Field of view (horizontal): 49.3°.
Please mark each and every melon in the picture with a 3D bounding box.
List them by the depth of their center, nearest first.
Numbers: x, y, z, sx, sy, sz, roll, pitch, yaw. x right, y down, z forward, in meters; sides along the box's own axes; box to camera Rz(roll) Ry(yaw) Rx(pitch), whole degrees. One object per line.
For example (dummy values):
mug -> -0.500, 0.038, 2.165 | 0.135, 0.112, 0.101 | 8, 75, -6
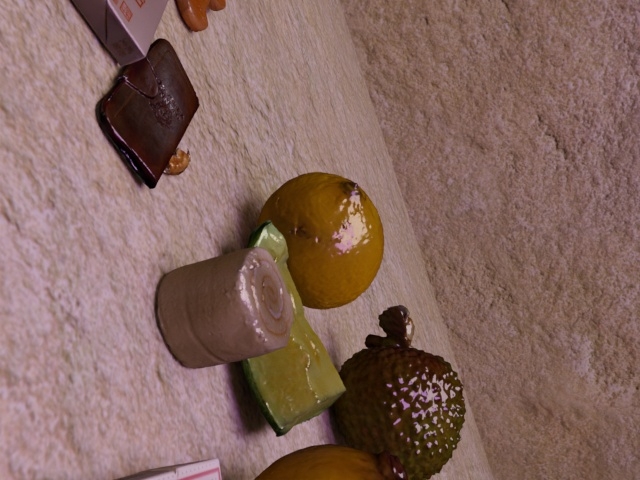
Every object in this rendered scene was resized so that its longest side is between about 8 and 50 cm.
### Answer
melon -> -0.071, 0.136, 1.117 | 0.196, 0.124, 0.324 | 17, 52, -74

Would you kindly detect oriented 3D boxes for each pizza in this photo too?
pizza -> -0.216, -0.118, 1.045 | 0.083, 0.016, 0.037 | -59, 133, -60

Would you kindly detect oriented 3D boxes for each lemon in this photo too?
lemon -> 0.001, 0.008, 1.246 | 0.228, 0.228, 0.254 | -73, 158, -57

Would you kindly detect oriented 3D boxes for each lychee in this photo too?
lychee -> 0.155, 0.323, 1.411 | 0.270, 0.269, 0.320 | 53, 9, -49

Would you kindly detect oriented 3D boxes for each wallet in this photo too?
wallet -> -0.240, -0.194, 1.004 | 0.255, 0.031, 0.137 | -80, 149, -52

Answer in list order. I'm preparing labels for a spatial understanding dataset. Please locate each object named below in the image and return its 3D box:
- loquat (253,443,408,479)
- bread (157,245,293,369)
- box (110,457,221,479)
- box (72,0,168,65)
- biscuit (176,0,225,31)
loquat -> 0.016, 0.441, 0.881 | 0.360, 0.328, 0.328 | -57, 153, -1
bread -> -0.126, 0.094, 0.947 | 0.134, 0.141, 0.148 | -84, 152, -50
box -> -0.195, 0.333, 0.646 | 0.330, 0.095, 0.210 | 26, 52, -68
box -> -0.324, -0.433, 0.908 | 0.205, 0.051, 0.365 | -86, 154, -44
biscuit -> -0.227, -0.483, 1.259 | 0.250, 0.036, 0.165 | -79, 150, -46
